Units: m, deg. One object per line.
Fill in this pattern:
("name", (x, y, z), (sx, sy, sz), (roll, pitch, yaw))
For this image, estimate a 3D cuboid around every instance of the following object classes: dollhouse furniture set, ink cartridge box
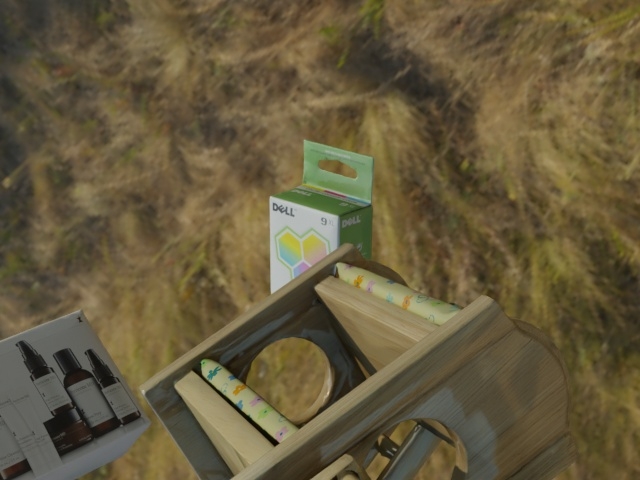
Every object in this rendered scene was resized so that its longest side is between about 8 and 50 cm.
("dollhouse furniture set", (0.048, 0.100, 0.368), (0.161, 0.101, 0.182), (60, 166, -19))
("ink cartridge box", (0.000, 0.000, 1.392), (0.109, 0.062, 0.209), (18, 116, 39))

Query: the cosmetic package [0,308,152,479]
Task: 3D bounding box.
("cosmetic package", (-0.232, 0.130, 0.766), (0.099, 0.239, 0.060), (54, 136, 14))
